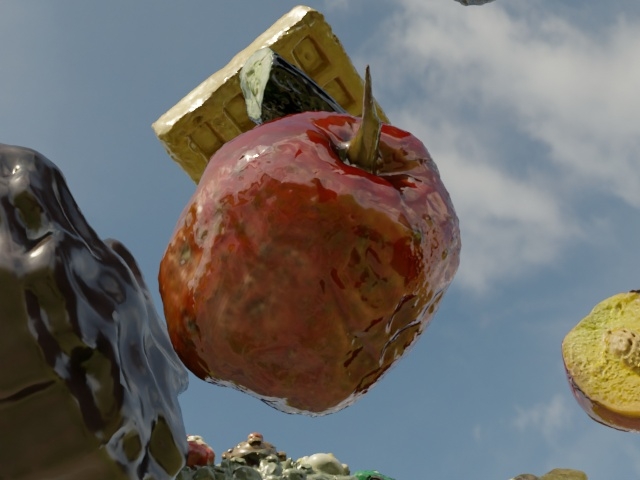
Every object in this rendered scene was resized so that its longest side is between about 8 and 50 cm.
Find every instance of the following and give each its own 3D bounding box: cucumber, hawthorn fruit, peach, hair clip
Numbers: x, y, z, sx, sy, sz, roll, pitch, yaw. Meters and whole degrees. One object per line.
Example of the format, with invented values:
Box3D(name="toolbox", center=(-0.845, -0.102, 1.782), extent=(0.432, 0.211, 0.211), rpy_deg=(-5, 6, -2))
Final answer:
Box3D(name="cucumber", center=(0.013, -0.104, 1.139), extent=(0.074, 0.074, 0.241), rpy_deg=(-39, -61, 24))
Box3D(name="hawthorn fruit", center=(-0.009, 0.018, 0.920), extent=(0.262, 0.258, 0.258), rpy_deg=(-24, -53, 31))
Box3D(name="peach", center=(0.209, 0.087, 0.715), extent=(0.098, 0.098, 0.061), rpy_deg=(-10, -37, 4))
Box3D(name="hair clip", center=(-0.051, 0.270, 1.237), extent=(0.321, 0.091, 0.138), rpy_deg=(9, -25, -14))

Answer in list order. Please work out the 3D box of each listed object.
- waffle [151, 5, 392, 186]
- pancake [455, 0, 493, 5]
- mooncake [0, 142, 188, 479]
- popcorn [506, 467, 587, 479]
Box3D(name="waffle", center=(-0.054, -0.139, 1.344), extent=(0.248, 0.055, 0.221), rpy_deg=(-39, -51, -2))
Box3D(name="pancake", center=(0.152, -0.392, 1.200), extent=(0.050, 0.294, 0.294), rpy_deg=(-27, -52, -11))
Box3D(name="mooncake", center=(-0.271, 0.101, 1.047), extent=(0.212, 0.350, 0.381), rpy_deg=(-22, -20, 3))
Box3D(name="popcorn", center=(0.213, 0.297, 1.036), extent=(0.149, 0.167, 0.152), rpy_deg=(-4, -44, 20))
